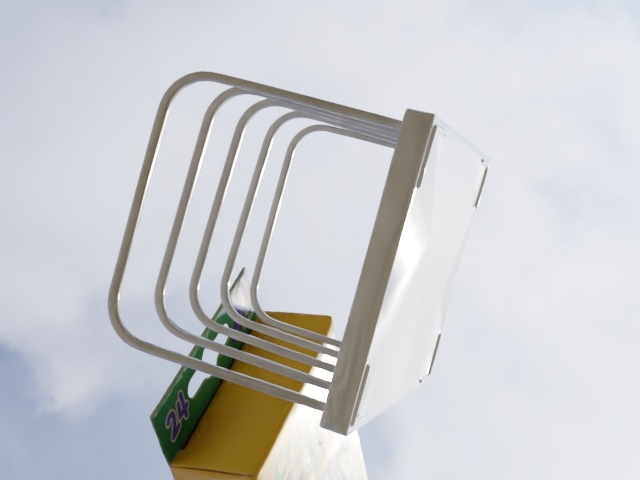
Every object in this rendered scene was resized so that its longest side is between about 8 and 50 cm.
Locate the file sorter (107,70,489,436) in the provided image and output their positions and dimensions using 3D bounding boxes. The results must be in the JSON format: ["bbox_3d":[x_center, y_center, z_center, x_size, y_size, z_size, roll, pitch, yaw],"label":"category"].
[{"bbox_3d":[0.000,0.000,0.757,0.173,0.278,0.192,17,-86,16],"label":"file sorter"}]

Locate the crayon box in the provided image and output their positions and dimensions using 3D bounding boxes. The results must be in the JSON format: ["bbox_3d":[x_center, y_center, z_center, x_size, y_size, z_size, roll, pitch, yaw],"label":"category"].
[{"bbox_3d":[-0.037,0.212,0.966,0.083,0.322,0.203,2,-143,22],"label":"crayon box"}]
